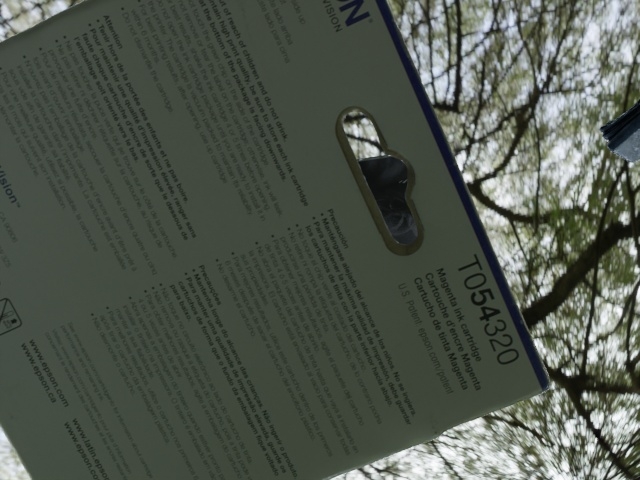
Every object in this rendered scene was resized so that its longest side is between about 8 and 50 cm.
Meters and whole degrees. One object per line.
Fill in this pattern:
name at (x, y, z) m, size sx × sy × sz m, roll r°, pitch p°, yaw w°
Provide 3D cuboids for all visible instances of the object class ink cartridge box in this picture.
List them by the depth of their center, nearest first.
ink cartridge box at (-0.073, 0.007, 0.546) m, size 0.330 × 0.071 × 0.324 m, roll -23°, pitch -79°, yaw 7°

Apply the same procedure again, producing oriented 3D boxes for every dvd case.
dvd case at (0.000, 0.000, 0.941) m, size 0.221 × 0.018 × 0.164 m, roll -9°, pitch -72°, yaw -12°

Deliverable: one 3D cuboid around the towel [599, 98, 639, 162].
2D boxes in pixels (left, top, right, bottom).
towel at (0.348, -0.131, 0.895) m, size 0.119 × 0.067 × 0.029 m, roll -43°, pitch -131°, yaw 26°
